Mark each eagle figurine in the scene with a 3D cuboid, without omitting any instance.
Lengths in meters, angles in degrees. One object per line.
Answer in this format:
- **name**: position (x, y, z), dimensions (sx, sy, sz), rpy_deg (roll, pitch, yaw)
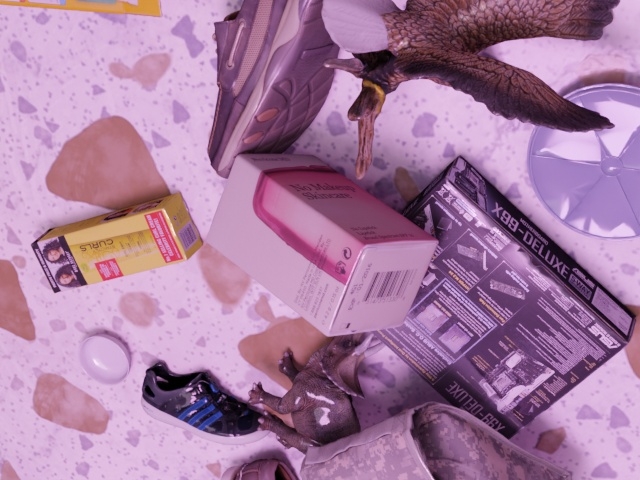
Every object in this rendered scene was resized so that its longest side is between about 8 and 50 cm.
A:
- **eagle figurine**: position (0.170, -0.212, 1.455), dimensions (0.298, 0.225, 0.226), rpy_deg (-9, 102, 36)

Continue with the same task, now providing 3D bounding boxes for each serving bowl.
- **serving bowl**: position (-0.315, 0.171, 1.918), dimensions (0.083, 0.027, 0.083), rpy_deg (8, 118, 16)

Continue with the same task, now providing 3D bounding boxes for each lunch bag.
- **lunch bag**: position (0.138, 0.329, 1.670), dimensions (0.287, 0.169, 0.235), rpy_deg (33, 142, -22)

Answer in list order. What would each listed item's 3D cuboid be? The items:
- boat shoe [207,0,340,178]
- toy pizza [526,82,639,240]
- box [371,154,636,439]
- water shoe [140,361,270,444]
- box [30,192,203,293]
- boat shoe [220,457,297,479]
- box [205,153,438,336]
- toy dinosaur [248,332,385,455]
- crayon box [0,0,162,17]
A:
- **boat shoe**: position (-0.057, -0.232, 1.578), dimensions (0.130, 0.132, 0.355), rpy_deg (48, 128, 24)
- **toy pizza**: position (0.344, -0.093, 1.532), dimensions (0.201, 0.032, 0.201), rpy_deg (9, 119, 16)
- **box**: position (0.203, 0.083, 1.648), dimensions (0.307, 0.076, 0.242), rpy_deg (41, 122, -2)
- **water shoe**: position (-0.166, 0.234, 1.867), dimensions (0.203, 0.073, 0.080), rpy_deg (12, 117, 14)
- **box**: position (-0.283, 0.006, 1.804), dimensions (0.232, 0.058, 0.087), rpy_deg (-13, 109, 25)
- **boat shoe**: position (-0.029, 0.464, 1.909), dimensions (0.097, 0.116, 0.324), rpy_deg (-23, 100, 32)
- **box**: position (0.000, 0.000, 1.581), dimensions (0.232, 0.149, 0.127), rpy_deg (36, 115, 34)
- **toy dinosaur**: position (-0.001, 0.250, 1.783), dimensions (0.160, 0.121, 0.313), rpy_deg (16, 118, 31)
- **crayon box**: position (-0.312, -0.386, 1.574), dimensions (0.323, 0.083, 0.203), rpy_deg (10, 119, 29)
